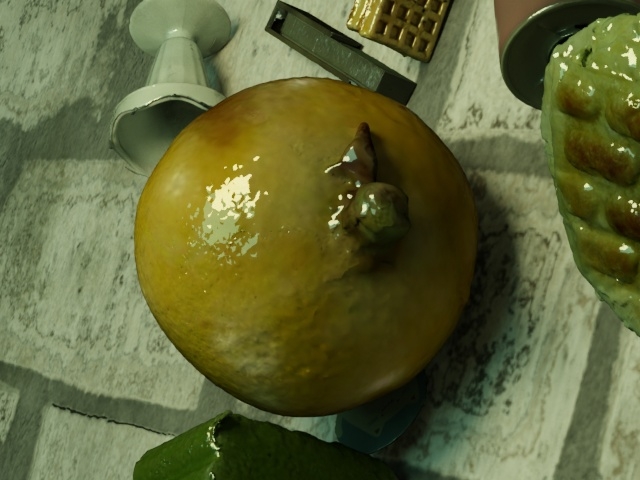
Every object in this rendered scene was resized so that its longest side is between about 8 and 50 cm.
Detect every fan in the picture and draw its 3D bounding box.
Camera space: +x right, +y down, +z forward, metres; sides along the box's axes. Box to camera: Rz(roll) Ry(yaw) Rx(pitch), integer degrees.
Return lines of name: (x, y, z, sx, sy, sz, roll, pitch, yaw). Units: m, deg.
fan: (0.052, 0.149, 1.729, 0.113, 0.005, 0.175, -41, 32, 8)

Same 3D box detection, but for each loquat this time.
loquat: (0.000, 0.000, 1.621, 0.359, 0.328, 0.328, 157, 125, -65)

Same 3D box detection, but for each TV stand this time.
TV stand: (0.019, -0.209, 1.929, 0.256, 0.049, 0.040, 39, 107, 52)

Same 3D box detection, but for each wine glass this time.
wine glass: (-0.169, -0.189, 2.090, 0.165, 0.165, 0.196, -35, 40, 39)

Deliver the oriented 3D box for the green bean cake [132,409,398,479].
green bean cake: (-0.045, 0.305, 1.597, 0.156, 0.250, 0.247, -33, 49, 39)

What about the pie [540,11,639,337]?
pie: (0.283, -0.040, 1.384, 0.306, 0.071, 0.306, 35, 136, 43)

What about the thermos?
thermos: (0.223, -0.252, 1.617, 0.176, 0.146, 0.265, 109, 163, -47)

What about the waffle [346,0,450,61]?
waffle: (0.094, -0.271, 1.812, 0.042, 0.102, 0.148, 24, 94, 50)
